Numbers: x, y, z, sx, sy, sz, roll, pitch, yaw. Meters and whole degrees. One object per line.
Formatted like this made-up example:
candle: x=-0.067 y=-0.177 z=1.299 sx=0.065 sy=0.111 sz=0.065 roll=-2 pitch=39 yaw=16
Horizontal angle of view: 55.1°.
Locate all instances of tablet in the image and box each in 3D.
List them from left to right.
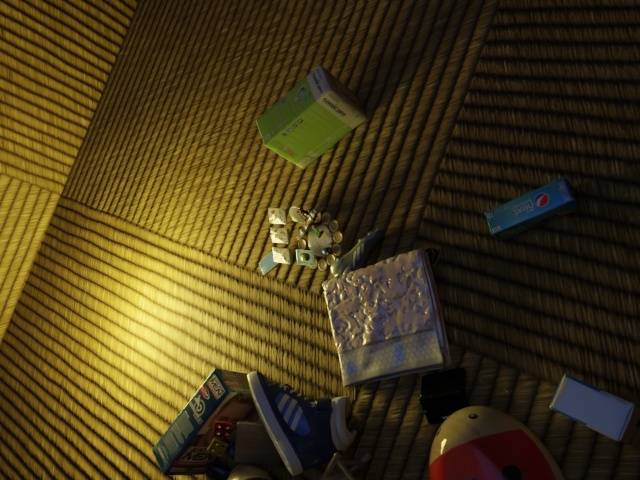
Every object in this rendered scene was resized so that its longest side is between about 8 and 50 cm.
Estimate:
tablet: x=-0.168 y=0.071 z=2.037 sx=0.083 sy=0.006 sz=0.054 roll=-40 pitch=54 yaw=21

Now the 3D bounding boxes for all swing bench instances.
swing bench: x=0.079 y=0.706 z=1.512 sx=0.255 sy=0.165 sz=0.253 roll=-53 pitch=51 yaw=10

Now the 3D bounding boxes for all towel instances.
towel: x=0.169 y=0.215 z=1.662 sx=0.331 sy=0.053 sz=0.317 roll=-20 pitch=72 yaw=30

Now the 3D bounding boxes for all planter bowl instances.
planter bowl: x=-0.206 y=0.708 z=1.752 sx=0.162 sy=0.162 sz=0.109 roll=-57 pitch=26 yaw=7

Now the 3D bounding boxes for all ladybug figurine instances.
ladybug figurine: x=0.380 y=0.576 z=1.326 sx=0.305 sy=0.162 sz=0.449 roll=-37 pitch=55 yaw=21

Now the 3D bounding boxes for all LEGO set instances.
LEGO set: x=-0.057 y=-0.015 z=1.925 sx=0.244 sy=0.060 sz=0.183 roll=4 pitch=104 yaw=42

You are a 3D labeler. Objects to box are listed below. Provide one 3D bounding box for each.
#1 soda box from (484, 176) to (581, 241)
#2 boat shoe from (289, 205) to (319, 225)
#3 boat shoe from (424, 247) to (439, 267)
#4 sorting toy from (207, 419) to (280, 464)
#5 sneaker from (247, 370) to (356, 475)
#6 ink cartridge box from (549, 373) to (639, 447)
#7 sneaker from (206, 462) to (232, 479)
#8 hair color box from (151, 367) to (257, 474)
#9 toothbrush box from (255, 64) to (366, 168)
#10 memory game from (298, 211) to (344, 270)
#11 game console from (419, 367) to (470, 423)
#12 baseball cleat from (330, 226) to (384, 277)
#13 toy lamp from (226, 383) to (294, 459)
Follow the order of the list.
soda box: x=0.521 y=-0.074 z=1.510 sx=0.210 sy=0.071 sz=0.067 roll=-26 pitch=60 yaw=28
boat shoe: x=-0.050 y=-0.078 z=1.978 sx=0.125 sy=0.038 sz=0.046 roll=23 pitch=105 yaw=41
boat shoe: x=0.278 y=0.081 z=1.665 sx=0.049 sy=0.042 sz=0.133 roll=28 pitch=93 yaw=38
sorting toy: x=-0.186 y=0.576 z=1.772 sx=0.046 sy=0.274 sz=0.132 roll=-98 pitch=14 yaw=-72
sneaker: x=-0.041 y=0.462 z=1.696 sx=0.236 sy=0.130 sz=0.323 roll=-23 pitch=55 yaw=-17
ink cartridge box: x=0.569 y=0.347 z=1.242 sx=0.139 sy=0.190 sz=0.082 roll=22 pitch=87 yaw=40
sneaker: x=-0.289 y=0.739 z=1.858 sx=0.170 sy=0.051 sz=0.089 roll=6 pitch=75 yaw=32
hair color box: x=-0.340 y=0.561 z=1.883 sx=0.347 sy=0.174 sz=0.105 roll=-52 pitch=51 yaw=11
toothbrush box: x=-0.030 y=-0.387 z=1.965 sx=0.283 sy=0.206 sz=0.122 roll=-35 pitch=55 yaw=24
memory game: x=0.000 y=0.000 z=1.898 sx=0.186 sy=0.012 sz=0.186 roll=-1 pitch=89 yaw=41
game console: x=0.317 y=0.391 z=1.540 sx=0.122 sy=0.071 sz=0.107 roll=-21 pitch=92 yaw=31
baseball cleat: x=0.124 y=0.057 z=1.786 sx=0.206 sy=0.072 sz=0.109 roll=-41 pitch=67 yaw=25
toy lamp: x=-0.173 y=0.540 z=1.827 sx=0.275 sy=0.080 sz=0.080 roll=-52 pitch=51 yaw=14
